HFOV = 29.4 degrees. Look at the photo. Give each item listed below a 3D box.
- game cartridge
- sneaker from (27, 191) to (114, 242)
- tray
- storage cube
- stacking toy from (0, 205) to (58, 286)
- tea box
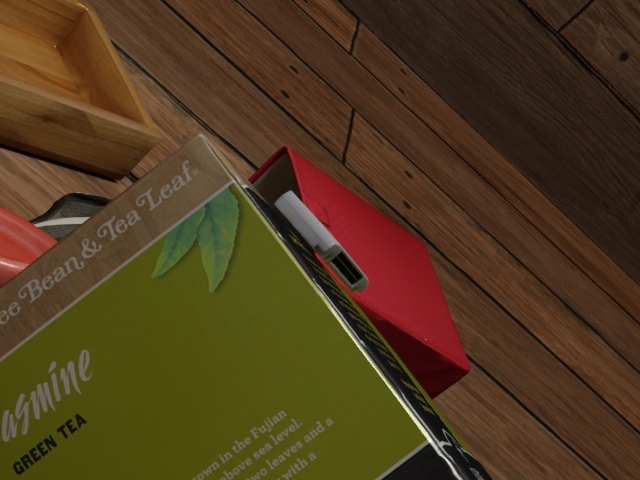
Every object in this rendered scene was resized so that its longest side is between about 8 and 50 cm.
[{"bbox_3d":[0.000,0.000,0.756,0.056,0.017,0.083,44,-2,25],"label":"game cartridge"},{"bbox_3d":[-0.168,-0.001,0.998,0.234,0.078,0.106,-12,45,-31],"label":"sneaker"},{"bbox_3d":[-0.344,-0.190,1.097,0.411,0.076,0.203,16,37,-51],"label":"tray"},{"bbox_3d":[-0.009,0.067,1.112,0.193,0.184,0.215,34,24,-31],"label":"storage cube"},{"bbox_3d":[-0.333,0.020,0.767,0.279,0.130,0.309,27,9,27],"label":"stacking toy"},{"bbox_3d":[-0.023,0.160,0.740,0.323,0.220,0.329,53,1,18],"label":"tea box"}]
